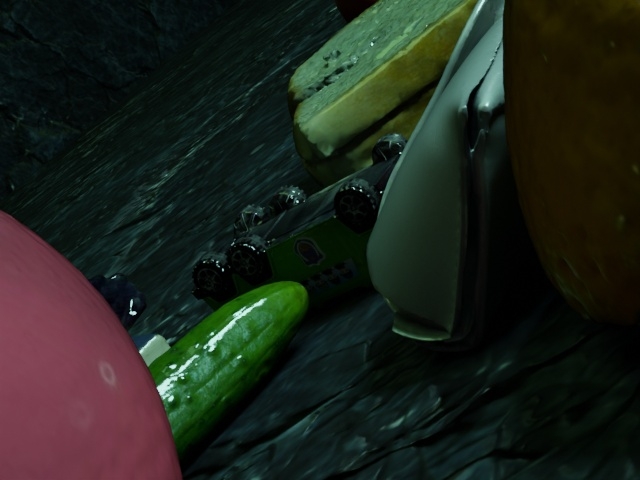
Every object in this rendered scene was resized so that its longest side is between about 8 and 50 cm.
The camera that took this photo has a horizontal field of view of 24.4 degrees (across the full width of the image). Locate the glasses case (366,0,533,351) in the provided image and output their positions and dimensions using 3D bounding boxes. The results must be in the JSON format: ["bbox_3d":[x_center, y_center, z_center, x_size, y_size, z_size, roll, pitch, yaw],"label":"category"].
[{"bbox_3d":[0.110,-0.081,0.737,0.083,0.128,0.308,21,42,21],"label":"glasses case"}]

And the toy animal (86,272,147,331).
[{"bbox_3d":[-0.232,0.094,0.934,0.272,0.197,0.160,6,-34,-33],"label":"toy animal"}]

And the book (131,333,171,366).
[{"bbox_3d":[-0.231,0.160,0.975,0.269,0.025,0.191,-44,14,-30],"label":"book"}]

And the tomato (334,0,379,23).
[{"bbox_3d":[0.104,-0.250,1.320,0.195,0.136,0.195,-37,13,10],"label":"tomato"}]

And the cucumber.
[{"bbox_3d":[-0.094,0.101,0.767,0.250,0.056,0.056,-41,14,-32],"label":"cucumber"}]

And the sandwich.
[{"bbox_3d":[0.088,-0.131,1.038,0.249,0.095,0.273,-38,13,7],"label":"sandwich"}]

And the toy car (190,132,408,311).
[{"bbox_3d":[0.000,0.000,0.862,0.165,0.062,0.071,-26,17,37],"label":"toy car"}]

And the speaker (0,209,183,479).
[{"bbox_3d":[-0.182,0.111,0.486,0.294,0.294,0.294,-34,13,9],"label":"speaker"}]

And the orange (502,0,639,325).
[{"bbox_3d":[0.185,-0.116,0.541,0.334,0.196,0.262,-55,-1,13],"label":"orange"}]
